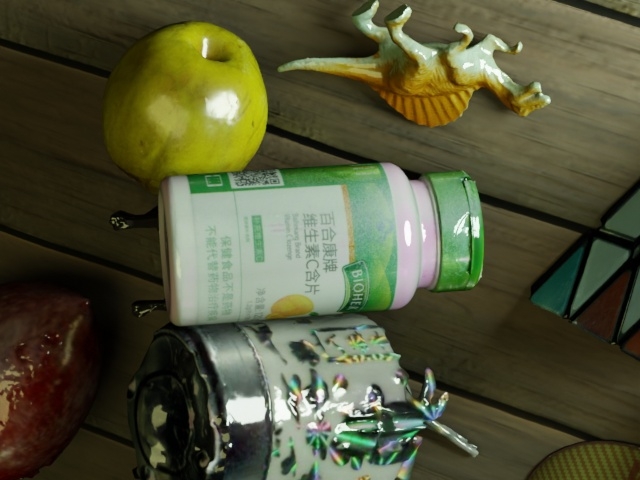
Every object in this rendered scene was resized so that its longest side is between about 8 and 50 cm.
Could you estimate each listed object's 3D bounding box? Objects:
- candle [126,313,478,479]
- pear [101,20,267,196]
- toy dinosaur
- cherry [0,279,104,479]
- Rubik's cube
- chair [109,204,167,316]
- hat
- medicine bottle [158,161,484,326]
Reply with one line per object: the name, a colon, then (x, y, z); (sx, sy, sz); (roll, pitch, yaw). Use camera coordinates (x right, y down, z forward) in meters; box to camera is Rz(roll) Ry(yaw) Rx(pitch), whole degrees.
candle: (-0.003, 0.160, 1.460); (0.187, 0.330, 0.187); (2, 93, 61)
pear: (-0.125, -0.114, 1.421); (0.149, 0.149, 0.162); (34, 117, 6)
toy dinosaur: (0.084, -0.147, 1.385); (0.212, 0.057, 0.142); (-15, 125, 39)
cherry: (-0.308, 0.134, 1.584); (0.175, 0.192, 0.250); (29, 119, -32)
Rubik's cube: (0.355, -0.011, 1.310); (0.250, 0.284, 0.234); (13, 95, -10)
chair: (-0.063, 0.002, 1.469); (0.229, 0.113, 0.106); (-1, 113, 26)
hat: (0.267, 0.289, 1.467); (0.193, 0.082, 0.193); (9, 116, 20)
medicine bottle: (0.000, 0.000, 1.372); (0.274, 0.133, 0.133); (-5, 113, -10)
